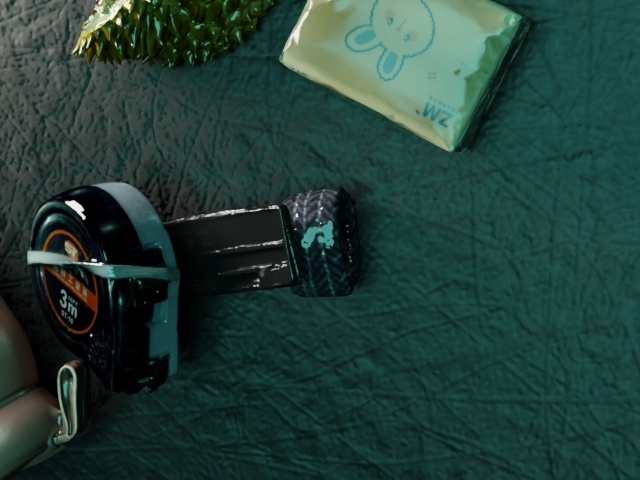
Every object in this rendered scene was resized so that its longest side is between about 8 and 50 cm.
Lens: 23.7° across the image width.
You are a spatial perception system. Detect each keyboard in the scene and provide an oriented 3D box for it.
[{"bbox_3d":[-0.115,0.013,1.510,0.250,0.017,0.087,-9,93,44],"label":"keyboard"}]

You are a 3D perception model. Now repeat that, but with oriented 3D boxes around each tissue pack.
[{"bbox_3d":[0.081,-0.188,1.442,0.196,0.092,0.148,28,102,11],"label":"tissue pack"}]

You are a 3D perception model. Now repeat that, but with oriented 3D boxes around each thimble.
[{"bbox_3d":[0.000,0.002,1.485,0.066,0.095,0.104,-4,80,15],"label":"thimble"}]

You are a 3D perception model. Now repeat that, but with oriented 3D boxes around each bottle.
[{"bbox_3d":[-0.377,0.113,1.572,0.206,0.173,0.297,-35,85,8],"label":"bottle"}]

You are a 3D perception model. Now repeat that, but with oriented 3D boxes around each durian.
[{"bbox_3d":[-0.136,-0.252,1.513,0.252,0.144,0.139,-44,45,23],"label":"durian"}]

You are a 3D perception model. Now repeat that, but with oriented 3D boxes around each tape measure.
[{"bbox_3d":[-0.213,0.034,1.519,0.182,0.107,0.181,38,128,40],"label":"tape measure"}]
